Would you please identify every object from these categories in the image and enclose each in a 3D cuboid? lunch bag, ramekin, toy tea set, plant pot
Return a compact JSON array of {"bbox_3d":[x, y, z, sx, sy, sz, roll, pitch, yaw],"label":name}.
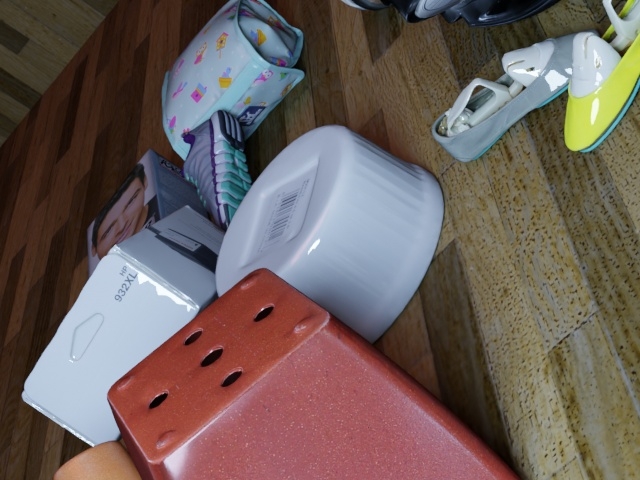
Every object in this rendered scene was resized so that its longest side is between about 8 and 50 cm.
[{"bbox_3d":[-0.144,-0.253,1.992,0.223,0.160,0.262,-45,21,21],"label":"lunch bag"},{"bbox_3d":[0.000,0.000,1.442,0.277,0.135,0.277,-42,27,28],"label":"ramekin"},{"bbox_3d":[-0.122,0.237,1.276,0.336,0.124,0.200,-29,-16,-11],"label":"toy tea set"},{"bbox_3d":[-0.028,0.180,1.062,0.267,0.236,0.267,-38,23,-10],"label":"plant pot"}]

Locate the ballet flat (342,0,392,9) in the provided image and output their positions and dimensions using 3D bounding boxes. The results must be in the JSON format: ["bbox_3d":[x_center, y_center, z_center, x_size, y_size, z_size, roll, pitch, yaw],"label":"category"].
[{"bbox_3d":[0.079,-0.400,1.854,0.096,0.095,0.280,-48,13,40],"label":"ballet flat"}]

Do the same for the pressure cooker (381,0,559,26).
[{"bbox_3d":[0.159,-0.449,1.386,0.375,0.420,0.370,-37,-3,17],"label":"pressure cooker"}]

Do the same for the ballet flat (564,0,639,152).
[{"bbox_3d":[0.293,-0.198,1.216,0.231,0.077,0.077,-54,25,5],"label":"ballet flat"}]

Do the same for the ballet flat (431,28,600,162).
[{"bbox_3d":[0.206,-0.164,1.346,0.213,0.068,0.072,-41,29,30],"label":"ballet flat"}]

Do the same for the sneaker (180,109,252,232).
[{"bbox_3d":[-0.156,-0.080,1.832,0.098,0.083,0.224,-23,55,26],"label":"sneaker"}]

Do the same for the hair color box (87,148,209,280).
[{"bbox_3d":[-0.263,0.025,1.919,0.185,0.113,0.374,-50,25,14],"label":"hair color box"}]

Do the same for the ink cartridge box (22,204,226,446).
[{"bbox_3d":[-0.216,0.101,1.556,0.223,0.129,0.307,-56,-2,14],"label":"ink cartridge box"}]
